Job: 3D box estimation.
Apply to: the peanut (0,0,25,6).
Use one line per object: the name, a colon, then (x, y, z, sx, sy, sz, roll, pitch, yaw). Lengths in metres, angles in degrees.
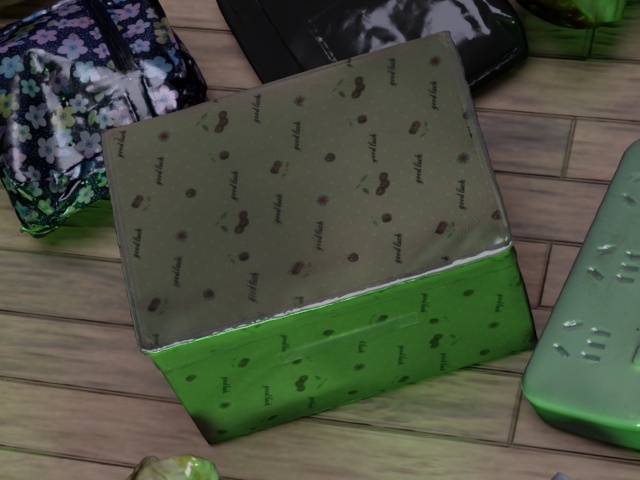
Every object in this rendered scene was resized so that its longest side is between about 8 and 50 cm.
peanut: (-0.231, -0.325, 1.833, 0.313, 0.149, 0.149, -20, 58, 2)

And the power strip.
power strip: (0.291, 0.043, 1.526, 0.194, 0.059, 0.265, 13, 63, 31)

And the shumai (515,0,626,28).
shumai: (0.230, -0.323, 1.638, 0.263, 0.309, 0.304, -42, 101, -5)

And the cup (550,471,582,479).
cup: (0.179, 0.247, 1.455, 0.116, 0.074, 0.104, -42, 88, -7)

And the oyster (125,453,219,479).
oyster: (-0.140, 0.326, 1.464, 0.275, 0.100, 0.271, -32, 74, -11)

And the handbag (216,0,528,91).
handbag: (0.039, -0.206, 1.735, 0.223, 0.080, 0.247, -29, 58, -4)

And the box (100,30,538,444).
box: (0.000, 0.000, 1.564, 0.297, 0.190, 0.225, -16, 58, 3)

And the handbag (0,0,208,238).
handbag: (-0.211, -0.132, 1.725, 0.208, 0.127, 0.228, -24, 58, -8)
